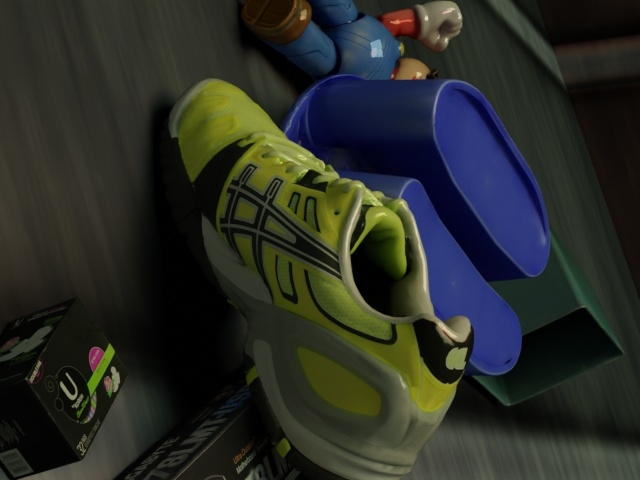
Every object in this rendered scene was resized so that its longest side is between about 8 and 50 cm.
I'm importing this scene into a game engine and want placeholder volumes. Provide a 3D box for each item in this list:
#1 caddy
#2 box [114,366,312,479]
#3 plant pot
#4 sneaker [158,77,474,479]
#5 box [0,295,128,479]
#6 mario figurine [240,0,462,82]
[{"bbox_3d":[0.077,-0.008,1.203,0.341,0.179,0.241,50,53,-42],"label":"caddy"},{"bbox_3d":[-0.017,0.249,0.885,0.293,0.073,0.295,66,22,-6],"label":"box"},{"bbox_3d":[0.246,0.052,1.576,0.165,0.165,0.234,42,27,-50],"label":"plant pot"},{"bbox_3d":[0.000,0.000,0.924,0.145,0.147,0.385,15,34,-44],"label":"sneaker"},{"bbox_3d":[-0.157,0.084,0.717,0.062,0.052,0.083,61,24,-23],"label":"box"},{"bbox_3d":[0.072,-0.187,1.317,0.320,0.198,0.170,39,10,-44],"label":"mario figurine"}]
